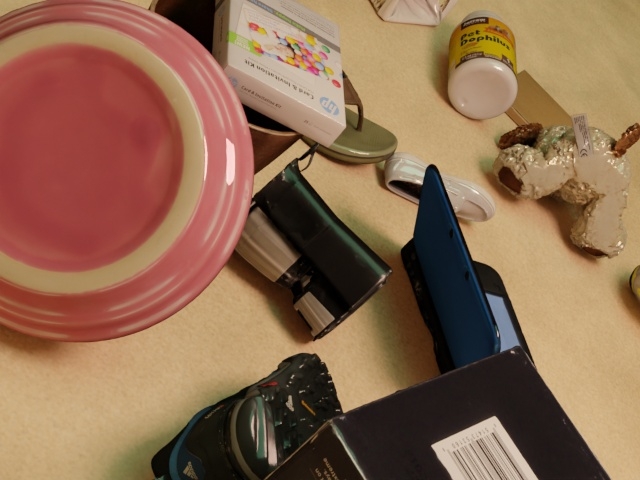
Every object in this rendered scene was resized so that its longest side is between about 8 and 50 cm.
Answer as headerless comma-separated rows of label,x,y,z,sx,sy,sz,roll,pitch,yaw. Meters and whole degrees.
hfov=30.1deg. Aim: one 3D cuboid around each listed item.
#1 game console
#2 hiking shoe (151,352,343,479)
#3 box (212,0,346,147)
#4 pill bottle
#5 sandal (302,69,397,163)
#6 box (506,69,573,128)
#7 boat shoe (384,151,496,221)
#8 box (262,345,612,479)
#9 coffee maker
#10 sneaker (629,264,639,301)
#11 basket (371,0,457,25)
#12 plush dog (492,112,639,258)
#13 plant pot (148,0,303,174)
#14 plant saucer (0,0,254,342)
game console,0.220,0.083,1.517,0.250,0.173,0.293,16,43,-34
hiking shoe,-0.063,0.183,1.176,0.304,0.132,0.113,7,65,-72
box,-0.045,-0.198,1.263,0.145,0.038,0.186,26,39,-24
pill bottle,0.279,-0.310,2.050,0.117,0.117,0.215,31,36,-17
sandal,-0.013,-0.215,1.679,0.302,0.086,0.120,38,34,-7
box,0.410,-0.219,2.169,0.201,0.021,0.164,47,34,6
boat shoe,0.174,-0.065,1.730,0.184,0.066,0.063,30,46,-20
box,0.057,0.267,1.044,0.296,0.294,0.183,-11,63,-50
coffee maker,0.000,0.000,1.388,0.178,0.171,0.120,46,18,1
sneaker,0.677,0.126,1.939,0.384,0.145,0.147,33,-4,-12
basket,0.163,-0.457,2.101,0.167,0.113,0.103,-5,53,-48
plush dog,0.420,-0.127,1.961,0.262,0.211,0.225,36,8,-13
plant pot,-0.150,-0.126,1.317,0.215,0.230,0.215,27,38,-23
plant saucer,-0.229,-0.071,1.113,0.332,0.332,0.084,45,-5,3
